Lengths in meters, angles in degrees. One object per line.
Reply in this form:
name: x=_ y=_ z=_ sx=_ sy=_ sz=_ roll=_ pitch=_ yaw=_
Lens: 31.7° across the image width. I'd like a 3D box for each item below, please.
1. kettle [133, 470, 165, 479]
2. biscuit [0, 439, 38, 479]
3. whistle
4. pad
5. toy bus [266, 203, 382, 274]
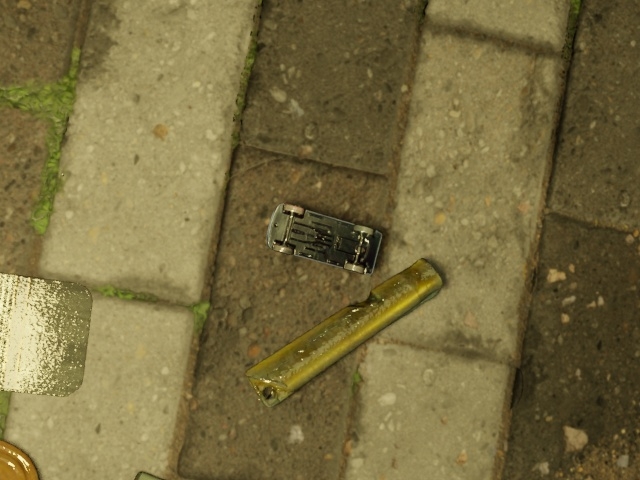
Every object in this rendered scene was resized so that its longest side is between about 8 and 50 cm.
kettle: x=-0.217 y=0.416 z=1.590 sx=0.148 sy=0.098 sz=0.127 roll=26 pitch=88 yaw=-7
biscuit: x=-0.446 y=0.394 z=1.532 sx=0.289 sy=0.044 sz=0.202 roll=46 pitch=60 yaw=1
whistle: x=0.038 y=0.136 z=1.676 sx=0.326 sy=0.057 sz=0.068 roll=-33 pitch=95 yaw=-11
pad: x=-0.440 y=0.050 z=1.573 sx=0.250 sy=0.055 sz=0.323 roll=8 pitch=104 yaw=-12
toy bus: x=0.000 y=0.000 z=1.664 sx=0.167 sy=0.076 sz=0.073 roll=17 pitch=86 yaw=-14
